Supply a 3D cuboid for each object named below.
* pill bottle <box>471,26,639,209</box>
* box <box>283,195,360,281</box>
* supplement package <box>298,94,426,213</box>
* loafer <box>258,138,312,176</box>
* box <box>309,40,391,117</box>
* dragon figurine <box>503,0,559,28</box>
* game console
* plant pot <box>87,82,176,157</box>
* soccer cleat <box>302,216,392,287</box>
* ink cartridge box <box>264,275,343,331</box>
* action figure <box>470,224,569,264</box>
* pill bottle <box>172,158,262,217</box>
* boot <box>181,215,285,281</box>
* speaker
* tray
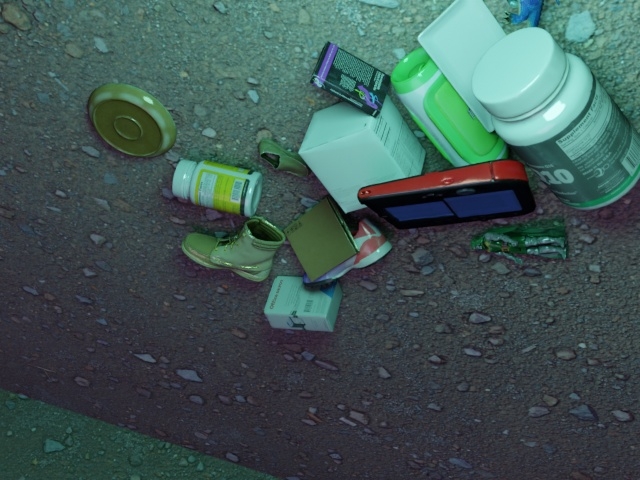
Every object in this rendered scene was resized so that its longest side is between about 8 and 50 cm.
[{"bbox_3d":[0.460,-0.231,1.586,0.204,0.204,0.361,-21,136,38],"label":"pill bottle"},{"bbox_3d":[0.000,0.000,2.143,0.201,0.021,0.165,-35,81,44],"label":"box"},{"bbox_3d":[0.097,-0.200,1.844,0.194,0.149,0.203,-15,130,33],"label":"supplement package"},{"bbox_3d":[-0.091,-0.192,2.005,0.148,0.050,0.056,27,140,-10],"label":"loafer"},{"bbox_3d":[0.065,-0.338,1.724,0.162,0.116,0.029,27,142,-9],"label":"box"},{"bbox_3d":[0.388,-0.464,1.477,0.144,0.085,0.289,-18,127,36],"label":"dragon figurine"},{"bbox_3d":[0.288,-0.085,1.793,0.341,0.060,0.386,-11,168,16],"label":"game console"},{"bbox_3d":[-0.478,-0.290,2.058,0.236,0.032,0.236,11,140,9],"label":"plant pot"},{"bbox_3d":[0.052,0.035,2.190,0.318,0.108,0.116,-26,100,45],"label":"soccer cleat"},{"bbox_3d":[-0.047,0.179,2.345,0.190,0.140,0.082,1,139,22],"label":"ink cartridge box"},{"bbox_3d":[0.483,0.011,2.012,0.232,0.064,0.137,1,141,25],"label":"action figure"},{"bbox_3d":[-0.261,-0.137,2.081,0.208,0.119,0.119,14,140,7],"label":"pill bottle"},{"bbox_3d":[-0.240,0.003,2.253,0.261,0.095,0.203,22,141,-7],"label":"boot"},{"bbox_3d":[0.274,-0.262,1.721,0.131,0.131,0.296,-20,127,37],"label":"speaker"},{"bbox_3d":[0.314,-0.355,1.633,0.145,0.030,0.270,-43,119,3],"label":"tray"}]
